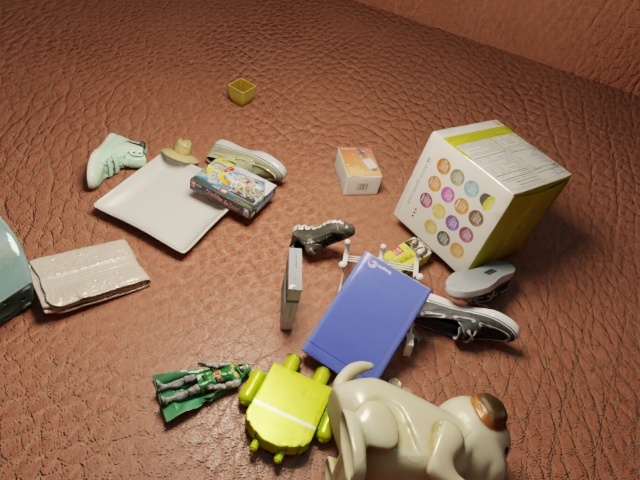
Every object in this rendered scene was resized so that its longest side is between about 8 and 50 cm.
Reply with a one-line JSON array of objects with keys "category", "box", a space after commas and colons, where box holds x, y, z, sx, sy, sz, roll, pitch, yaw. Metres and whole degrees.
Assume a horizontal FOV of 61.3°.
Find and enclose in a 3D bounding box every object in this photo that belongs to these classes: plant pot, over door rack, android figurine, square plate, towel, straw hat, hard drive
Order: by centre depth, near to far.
[{"category": "android figurine", "box": [-0.077, 0.406, 1.313, 0.248, 0.056, 0.272, 21, 44, 7]}, {"category": "plant pot", "box": [-0.855, 0.087, 1.330, 0.252, 0.247, 0.248, 43, 51, 3]}, {"category": "hard drive", "box": [0.124, 0.213, 1.435, 0.210, 0.040, 0.318, 31, 76, 12]}, {"category": "towel", "box": [-0.635, 0.091, 1.480, 0.282, 0.049, 0.187, -18, 54, -35]}, {"category": "over door rack", "box": [0.161, 0.145, 1.523, 0.240, 0.108, 0.324, 9, 58, 6]}, {"category": "square plate", "box": [-0.473, -0.124, 1.737, 0.348, 0.049, 0.344, 26, 48, 13]}, {"category": "straw hat", "box": [-0.477, -0.320, 1.870, 0.145, 0.061, 0.144, 19, 17, -6]}, {"category": "plant pot", "box": [-0.320, -0.594, 2.190, 0.081, 0.083, 0.081, 32, 50, 17]}]

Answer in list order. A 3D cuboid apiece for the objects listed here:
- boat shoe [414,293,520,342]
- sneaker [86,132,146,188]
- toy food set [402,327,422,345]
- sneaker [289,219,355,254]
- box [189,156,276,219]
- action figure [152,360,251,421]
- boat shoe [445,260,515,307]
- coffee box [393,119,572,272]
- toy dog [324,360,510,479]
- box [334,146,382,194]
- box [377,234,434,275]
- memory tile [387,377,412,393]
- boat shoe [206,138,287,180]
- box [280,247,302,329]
[{"category": "boat shoe", "box": [0.410, 0.243, 1.538, 0.302, 0.108, 0.102, 19, 46, 9]}, {"category": "sneaker", "box": [-0.667, -0.259, 1.793, 0.151, 0.094, 0.255, 14, 47, -3]}, {"category": "toy food set", "box": [0.225, 0.255, 1.549, 0.078, 0.019, 0.122, -25, 64, -30]}, {"category": "sneaker", "box": [0.000, 0.000, 1.656, 0.235, 0.078, 0.106, -5, 50, 34]}, {"category": "box", "box": [-0.284, -0.175, 1.765, 0.233, 0.044, 0.159, 28, 46, 11]}, {"category": "action figure", "box": [-0.280, 0.345, 1.329, 0.232, 0.063, 0.137, -12, 47, -26]}, {"category": "boat shoe", "box": [0.475, 0.143, 1.623, 0.113, 0.104, 0.306, 26, 28, 36]}, {"category": "coffee box", "box": [0.513, -0.145, 1.741, 0.338, 0.337, 0.334, -17, 52, -37]}, {"category": "toy dog", "box": [0.224, 0.462, 1.213, 0.408, 0.284, 0.395, 5, 28, -9]}, {"category": "box", "box": [0.134, -0.254, 1.960, 0.130, 0.091, 0.170, -3, 48, -14]}, {"category": "box", "box": [0.245, 0.069, 1.699, 0.232, 0.058, 0.087, -26, 60, -31]}, {"category": "memory tile", "box": [0.209, 0.429, 1.382, 0.113, 0.012, 0.148, -32, 60, -34]}, {"category": "boat shoe", "box": [-0.261, -0.262, 1.892, 0.303, 0.109, 0.094, 21, 61, 20]}, {"category": "box", "box": [-0.081, 0.134, 1.479, 0.038, 0.186, 0.145, 7, 46, -9]}]
